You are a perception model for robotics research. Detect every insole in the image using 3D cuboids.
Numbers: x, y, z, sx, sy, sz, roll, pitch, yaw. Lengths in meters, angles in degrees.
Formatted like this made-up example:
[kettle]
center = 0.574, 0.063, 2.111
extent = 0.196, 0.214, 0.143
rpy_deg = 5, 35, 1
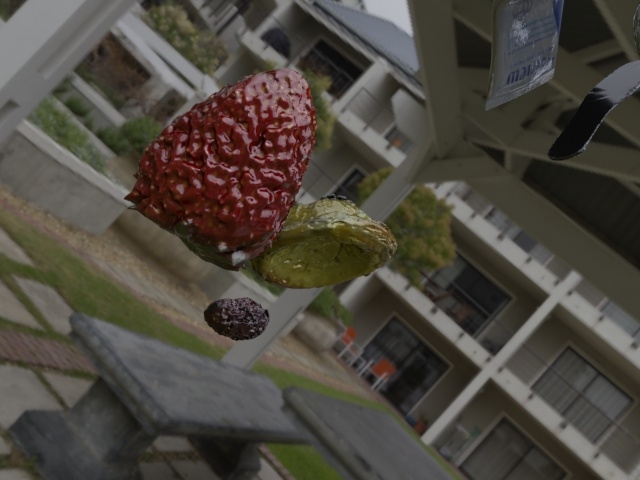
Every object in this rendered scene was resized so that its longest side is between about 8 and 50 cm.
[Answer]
[insole]
center = 0.600, -0.284, 1.567
extent = 0.119, 0.348, 0.009
rpy_deg = 6, -42, 55

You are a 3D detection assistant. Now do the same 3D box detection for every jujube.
[jujube]
center = -0.186, 0.167, 1.572
extent = 0.166, 0.104, 0.104
rpy_deg = 18, 17, -46

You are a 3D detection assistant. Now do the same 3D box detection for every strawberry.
[strawberry]
center = -0.141, -0.128, 1.236
extent = 0.292, 0.343, 0.292
rpy_deg = 39, -5, 4

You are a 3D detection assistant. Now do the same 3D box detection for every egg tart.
[egg tart]
center = 0.000, 0.000, 1.490
extent = 0.315, 0.314, 0.120
rpy_deg = 46, 32, -59

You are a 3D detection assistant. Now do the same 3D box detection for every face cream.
[face cream]
center = 0.489, -0.526, 1.729
extent = 0.137, 0.234, 0.420
rpy_deg = 45, -25, 39

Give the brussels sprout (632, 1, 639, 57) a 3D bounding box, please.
[brussels sprout]
center = 0.900, -0.509, 1.726
extent = 0.281, 0.289, 0.355
rpy_deg = 39, 41, -21
